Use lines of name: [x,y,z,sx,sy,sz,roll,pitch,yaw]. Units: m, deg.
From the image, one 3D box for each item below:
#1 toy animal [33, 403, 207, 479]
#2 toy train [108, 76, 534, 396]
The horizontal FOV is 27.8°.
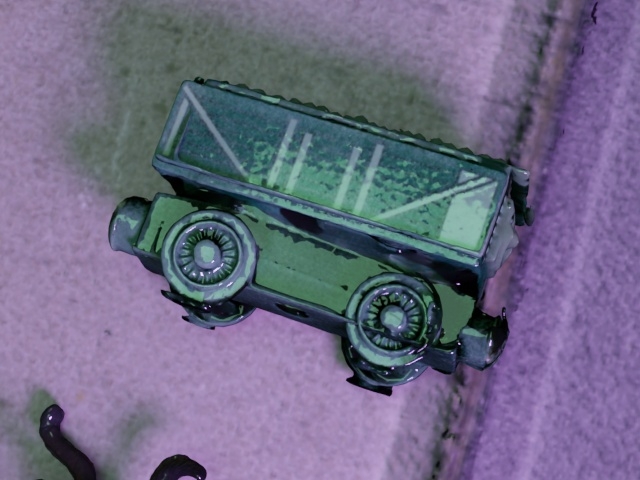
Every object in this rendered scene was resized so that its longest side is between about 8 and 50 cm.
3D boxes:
toy animal: [-0.175,0.219,0.847,0.148,0.084,0.232,36,84,2]
toy train: [0.000,0.000,0.842,0.270,0.115,0.154,17,73,12]
